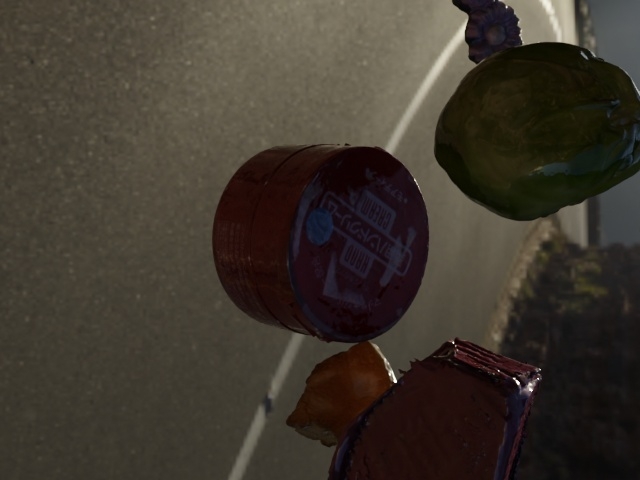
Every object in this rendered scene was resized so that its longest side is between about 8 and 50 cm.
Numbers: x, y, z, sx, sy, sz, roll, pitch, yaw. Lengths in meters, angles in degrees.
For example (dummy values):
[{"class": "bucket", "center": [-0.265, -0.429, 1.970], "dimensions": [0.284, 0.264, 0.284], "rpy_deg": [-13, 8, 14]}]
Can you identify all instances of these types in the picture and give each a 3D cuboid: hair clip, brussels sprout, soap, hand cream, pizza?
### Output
[{"class": "hair clip", "center": [0.261, -0.388, 1.610], "dimensions": [0.084, 0.106, 0.292], "rpy_deg": [37, -32, 60]}, {"class": "brussels sprout", "center": [0.226, -0.110, 1.031], "dimensions": [0.223, 0.223, 0.161], "rpy_deg": [-66, 145, -54]}, {"class": "soap", "center": [0.128, 0.229, 1.103], "dimensions": [0.182, 0.289, 0.112], "rpy_deg": [50, 28, 10]}, {"class": "hand cream", "center": [0.000, 0.000, 1.139], "dimensions": [0.230, 0.149, 0.230], "rpy_deg": [-3, 94, -42]}, {"class": "pizza", "center": [0.033, 0.222, 1.297], "dimensions": [0.062, 0.161, 0.182], "rpy_deg": [96, -22, -45]}]
